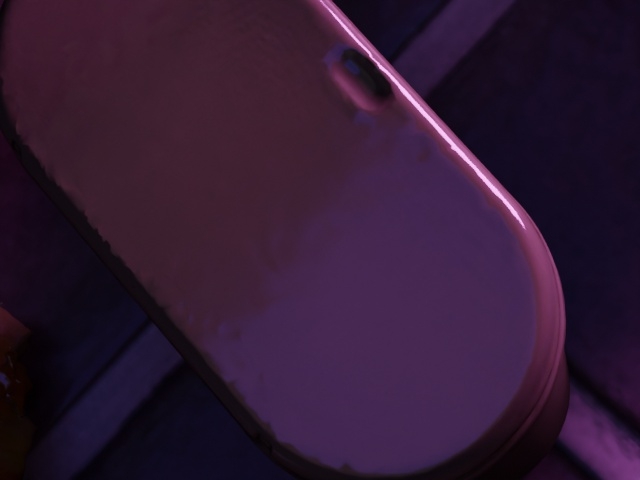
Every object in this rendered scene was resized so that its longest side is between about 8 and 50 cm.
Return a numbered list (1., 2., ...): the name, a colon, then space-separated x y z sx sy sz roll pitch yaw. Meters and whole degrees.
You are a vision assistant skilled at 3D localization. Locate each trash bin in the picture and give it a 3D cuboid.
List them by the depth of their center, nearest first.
1. trash bin: 0.000 0.000 0.680 0.121 0.247 0.243 -42 76 1

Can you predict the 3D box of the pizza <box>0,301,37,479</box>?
1. pizza: -0.191 0.183 0.692 0.440 0.130 0.406 2 61 -16
